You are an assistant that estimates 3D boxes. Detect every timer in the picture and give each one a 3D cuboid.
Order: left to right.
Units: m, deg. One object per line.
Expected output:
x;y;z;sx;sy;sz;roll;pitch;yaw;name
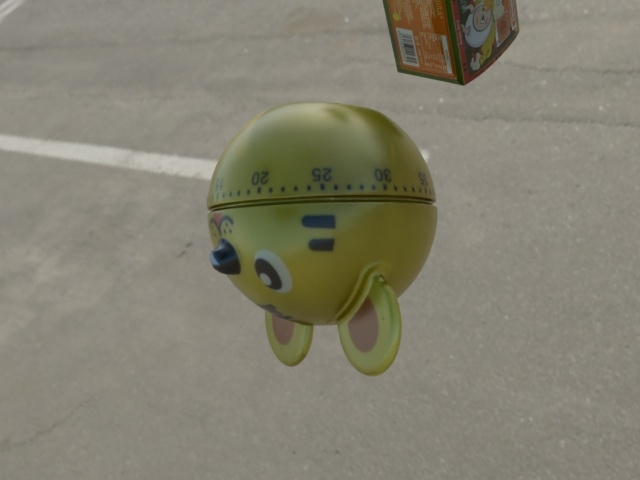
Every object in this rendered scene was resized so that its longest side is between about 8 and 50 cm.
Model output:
0.000;0.000;1.420;0.376;0.376;0.387;-1;87;41;timer

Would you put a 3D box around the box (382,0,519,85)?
0.210;-0.382;1.549;0.148;0.195;0.177;20;51;37;box
